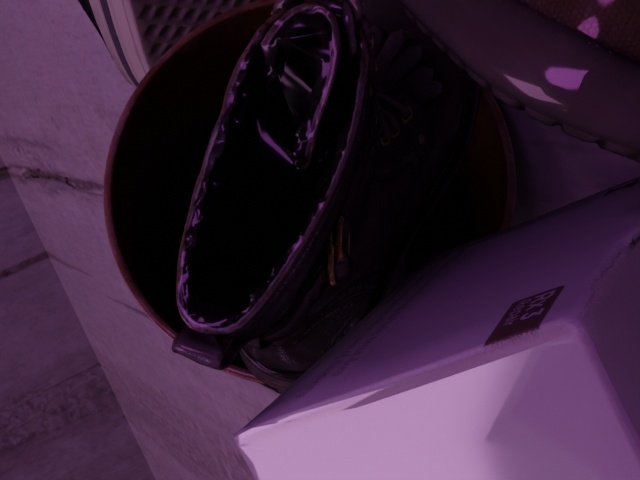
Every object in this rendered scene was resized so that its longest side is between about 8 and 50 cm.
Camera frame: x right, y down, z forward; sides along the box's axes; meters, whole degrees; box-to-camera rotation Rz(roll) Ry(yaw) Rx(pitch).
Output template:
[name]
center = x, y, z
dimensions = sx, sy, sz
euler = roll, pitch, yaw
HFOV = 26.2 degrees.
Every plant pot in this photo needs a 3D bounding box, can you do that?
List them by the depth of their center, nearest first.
[plant pot]
center = 0.000, 0.000, 0.824
dimensions = 0.215, 0.215, 0.230
euler = 57, 175, 15

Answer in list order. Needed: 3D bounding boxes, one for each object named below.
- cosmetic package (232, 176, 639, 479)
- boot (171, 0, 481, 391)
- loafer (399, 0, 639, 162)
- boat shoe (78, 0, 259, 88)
[cosmetic package]
center = 0.147, 0.183, 0.573
dimensions = 0.156, 0.217, 0.385
euler = -25, 94, 30
[boot]
center = 0.012, -0.052, 0.596
dimensions = 0.091, 0.263, 0.229
euler = 16, 166, 9
[loafer]
center = 0.063, -0.168, 0.555
dimensions = 0.130, 0.134, 0.366
euler = -59, 45, 20
[boat shoe]
center = -0.113, -0.270, 0.745
dimensions = 0.156, 0.187, 0.500
euler = 47, 162, 23
